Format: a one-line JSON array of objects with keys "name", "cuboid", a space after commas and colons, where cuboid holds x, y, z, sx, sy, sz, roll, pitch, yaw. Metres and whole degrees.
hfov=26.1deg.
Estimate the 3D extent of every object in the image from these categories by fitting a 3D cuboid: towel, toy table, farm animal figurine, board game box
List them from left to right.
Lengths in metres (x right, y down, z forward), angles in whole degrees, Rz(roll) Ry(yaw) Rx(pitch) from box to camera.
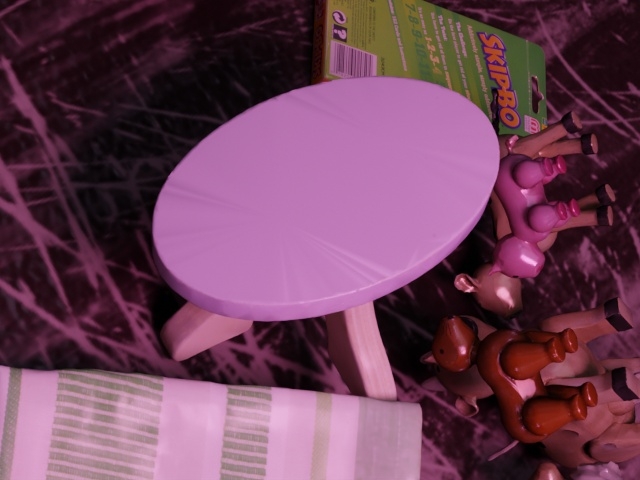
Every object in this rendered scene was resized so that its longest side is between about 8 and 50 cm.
[{"name": "towel", "cuboid": [-0.085, 0.220, 0.981, 0.325, 0.038, 0.248, 8, 74, -16]}, {"name": "toy table", "cuboid": [0.000, 0.000, 1.075, 0.274, 0.161, 0.252, -13, 62, -14]}, {"name": "board game box", "cuboid": [0.111, -0.168, 1.339, 0.259, 0.039, 0.124, 14, 64, -25]}, {"name": "farm animal figurine", "cuboid": [0.182, 0.086, 1.189, 0.327, 0.172, 0.330, 53, 34, -28]}]
